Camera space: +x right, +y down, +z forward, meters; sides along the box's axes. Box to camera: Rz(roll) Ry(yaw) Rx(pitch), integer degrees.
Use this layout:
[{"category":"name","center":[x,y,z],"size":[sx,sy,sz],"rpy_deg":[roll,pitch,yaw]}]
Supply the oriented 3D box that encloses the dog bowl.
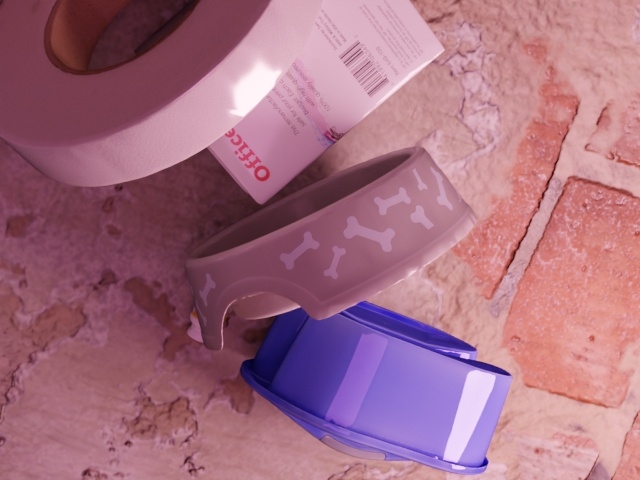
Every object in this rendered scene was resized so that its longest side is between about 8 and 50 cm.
[{"category":"dog bowl","center":[0.000,0.000,1.288],"size":[0.348,0.349,0.102],"rpy_deg":[-26,98,-5]}]

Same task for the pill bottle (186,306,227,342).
[{"category":"pill bottle","center":[-0.139,0.088,1.428],"size":[0.043,0.043,0.083],"rpy_deg":[25,100,-19]}]

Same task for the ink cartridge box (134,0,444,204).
[{"category":"ink cartridge box","center":[-0.045,-0.216,1.275],"size":[0.270,0.197,0.198],"rpy_deg":[-40,112,1]}]

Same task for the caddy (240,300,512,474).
[{"category":"caddy","center":[0.069,0.188,1.407],"size":[0.341,0.241,0.179],"rpy_deg":[21,94,-18]}]

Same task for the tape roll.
[{"category":"tape roll","center":[-0.180,-0.230,1.145],"size":[0.392,0.392,0.072],"rpy_deg":[-40,136,1]}]
